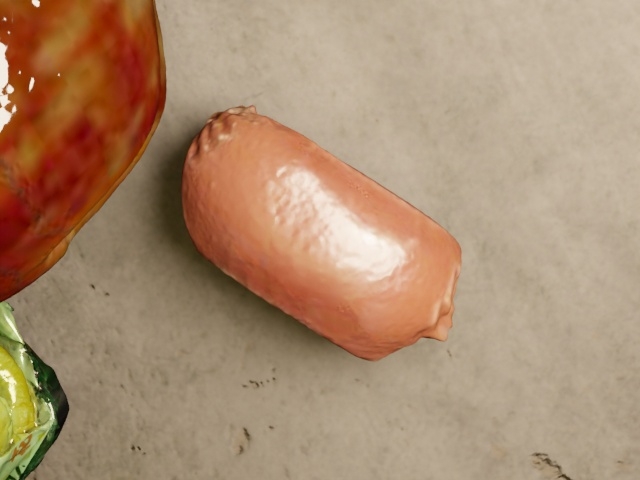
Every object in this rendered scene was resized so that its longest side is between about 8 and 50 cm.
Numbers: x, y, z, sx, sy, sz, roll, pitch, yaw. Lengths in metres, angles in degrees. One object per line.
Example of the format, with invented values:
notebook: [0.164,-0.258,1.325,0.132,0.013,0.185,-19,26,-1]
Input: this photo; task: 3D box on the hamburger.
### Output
hamburger: [-0.328,0.126,1.071,0.214,0.125,0.235,39,106,3]

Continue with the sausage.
sausage: [0.000,0.000,1.027,0.254,0.148,0.148,30,104,-1]

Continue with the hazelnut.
hazelnut: [-0.328,-0.145,0.886,0.402,0.402,0.429,-31,97,9]
